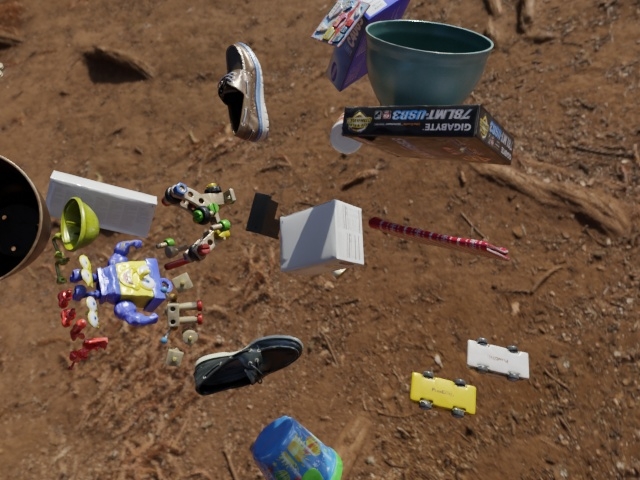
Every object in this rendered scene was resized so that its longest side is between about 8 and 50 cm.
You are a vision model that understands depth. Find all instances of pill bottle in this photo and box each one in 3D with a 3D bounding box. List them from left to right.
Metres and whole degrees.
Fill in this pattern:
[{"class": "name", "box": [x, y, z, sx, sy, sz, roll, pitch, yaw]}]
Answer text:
[{"class": "pill bottle", "box": [0.109, -0.404, 1.888, 0.121, 0.121, 0.216, -19, 22, 20]}]

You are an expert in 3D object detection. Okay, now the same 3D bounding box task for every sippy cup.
[{"class": "sippy cup", "box": [-0.087, 0.678, 1.598, 0.305, 0.224, 0.240, -26, 19, 33]}]

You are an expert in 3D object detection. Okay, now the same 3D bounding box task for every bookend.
[{"class": "bookend", "box": [-0.211, -0.095, 2.058, 0.072, 0.156, 0.158, 14, 88, 24]}]

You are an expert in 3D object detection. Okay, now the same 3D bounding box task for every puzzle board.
[{"class": "puzzle board", "box": [0.045, -0.518, 1.218, 0.096, 0.011, 0.128, 34, 86, 32]}]

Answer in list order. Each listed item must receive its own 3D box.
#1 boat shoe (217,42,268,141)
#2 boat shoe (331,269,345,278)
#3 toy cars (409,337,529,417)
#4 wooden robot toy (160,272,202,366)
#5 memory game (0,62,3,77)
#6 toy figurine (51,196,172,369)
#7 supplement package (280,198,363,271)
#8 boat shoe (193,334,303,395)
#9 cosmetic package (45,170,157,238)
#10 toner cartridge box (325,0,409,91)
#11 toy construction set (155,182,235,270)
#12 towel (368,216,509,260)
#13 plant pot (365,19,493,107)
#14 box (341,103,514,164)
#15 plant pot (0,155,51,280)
[{"class": "boat shoe", "box": [-0.140, -0.263, 0.901, 0.066, 0.066, 0.184, -25, 77, 44]}, {"class": "boat shoe", "box": [0.086, 0.095, 2.045, 0.059, 0.170, 0.063, 39, 118, 10]}, {"class": "toy cars", "box": [0.424, 0.401, 1.497, 0.393, 0.087, 0.177, -23, 66, -21]}, {"class": "wooden robot toy", "box": [-0.264, 0.143, 0.976, 0.079, 0.076, 0.174, -172, 82, -70]}, {"class": "memory game", "box": [-0.888, -0.410, 1.288, 0.186, 0.012, 0.186, 0, 49, 0]}, {"class": "toy figurine", "box": [-0.445, 0.090, 1.148, 0.191, 0.217, 0.363, -49, 52, 37]}, {"class": "supplement package", "box": [0.000, 0.000, 1.785, 0.261, 0.145, 0.204, -15, 70, 40]}, {"class": "boat shoe", "box": [-0.212, 0.370, 1.492, 0.339, 0.127, 0.113, -12, 30, 6]}, {"class": "cosmetic package", "box": [-0.527, -0.085, 1.250, 0.099, 0.238, 0.060, -66, 25, 19]}, {"class": "toner cartridge box", "box": [0.126, -0.565, 1.437, 0.165, 0.348, 0.075, -37, 85, -16]}, {"class": "toy construction set", "box": [-0.379, -0.046, 1.701, 0.257, 0.237, 0.309, 48, 127, 18]}, {"class": "towel", "box": [0.263, -0.005, 1.151, 0.274, 0.198, 0.031, 14, 90, 34]}, {"class": "plant pot", "box": [0.241, -0.393, 1.243, 0.292, 0.197, 0.293, 3, 36, -2]}, {"class": "box", "box": [0.243, -0.230, 1.140, 0.293, 0.295, 0.074, 8, 92, 32]}, {"class": "plant pot", "box": [-0.562, -0.028, 0.895, 0.215, 0.215, 0.230, -50, 7, -10]}]
